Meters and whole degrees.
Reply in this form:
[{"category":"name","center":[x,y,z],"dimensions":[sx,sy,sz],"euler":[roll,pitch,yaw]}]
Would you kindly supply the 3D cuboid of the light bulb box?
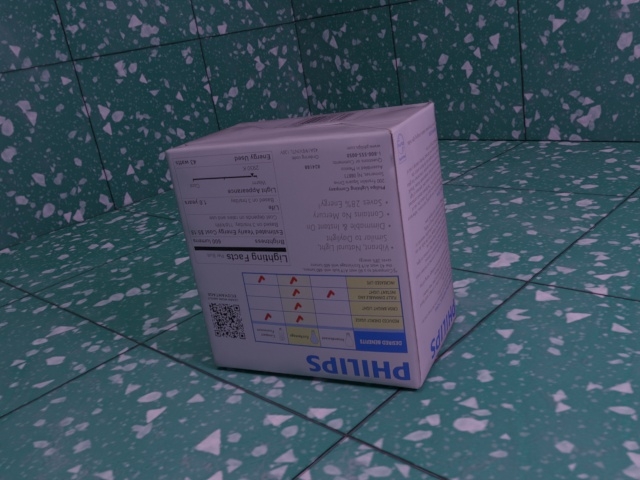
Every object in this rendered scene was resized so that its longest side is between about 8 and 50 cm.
[{"category":"light bulb box","center":[0.000,0.000,0.962],"dimensions":[0.358,0.360,0.225],"euler":[0,20,26]}]
